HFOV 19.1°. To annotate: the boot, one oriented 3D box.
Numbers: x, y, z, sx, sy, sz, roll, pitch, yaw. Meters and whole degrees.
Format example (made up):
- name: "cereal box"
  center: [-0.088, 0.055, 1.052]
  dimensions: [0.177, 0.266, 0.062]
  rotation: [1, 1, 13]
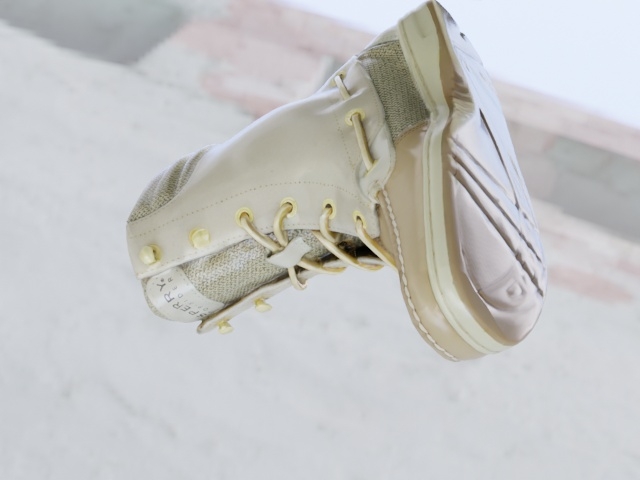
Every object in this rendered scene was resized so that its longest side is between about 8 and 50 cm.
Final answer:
- name: "boot"
  center: [0.000, 0.000, 0.968]
  dimensions: [0.095, 0.203, 0.262]
  rotation: [51, -160, -33]
